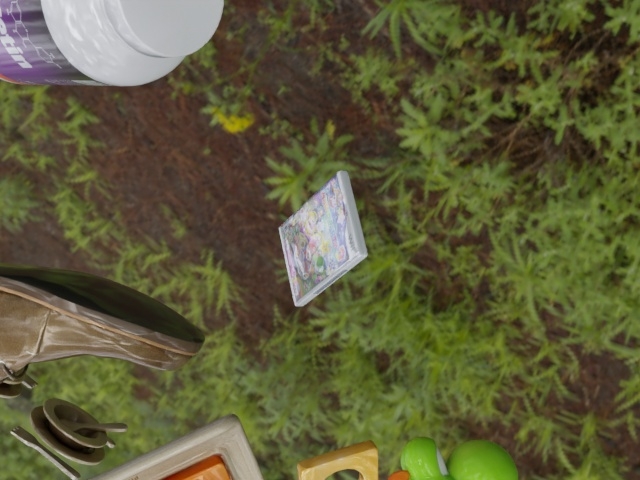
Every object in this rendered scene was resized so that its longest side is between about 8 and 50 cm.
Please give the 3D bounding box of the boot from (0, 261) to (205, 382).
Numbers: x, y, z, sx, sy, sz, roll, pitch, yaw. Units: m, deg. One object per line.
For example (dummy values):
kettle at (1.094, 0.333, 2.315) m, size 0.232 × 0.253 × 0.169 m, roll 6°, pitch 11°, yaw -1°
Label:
boot at (-0.248, 0.076, 0.833) m, size 0.305 × 0.112 × 0.115 m, roll 13°, pitch 92°, yaw 6°

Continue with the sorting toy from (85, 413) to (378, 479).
sorting toy at (-0.110, 0.228, 0.698) m, size 0.047 × 0.347 × 0.196 m, roll 53°, pitch 163°, yaw 52°

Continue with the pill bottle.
pill bottle at (-0.250, -0.255, 1.058) m, size 0.323 × 0.181 × 0.181 m, roll 9°, pitch 136°, yaw 46°

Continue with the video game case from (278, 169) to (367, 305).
video game case at (0.000, 0.000, 0.949) m, size 0.011 × 0.087 × 0.122 m, roll 3°, pitch 153°, yaw -32°

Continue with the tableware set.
tableware set at (-0.290, 0.154, 1.012) m, size 0.194 × 0.128 × 0.039 m, roll 37°, pitch 96°, yaw 1°

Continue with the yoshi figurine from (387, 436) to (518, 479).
yoshi figurine at (0.243, 0.439, 1.431) m, size 0.203 × 0.203 × 0.362 m, roll -34°, pitch 71°, yaw 41°
